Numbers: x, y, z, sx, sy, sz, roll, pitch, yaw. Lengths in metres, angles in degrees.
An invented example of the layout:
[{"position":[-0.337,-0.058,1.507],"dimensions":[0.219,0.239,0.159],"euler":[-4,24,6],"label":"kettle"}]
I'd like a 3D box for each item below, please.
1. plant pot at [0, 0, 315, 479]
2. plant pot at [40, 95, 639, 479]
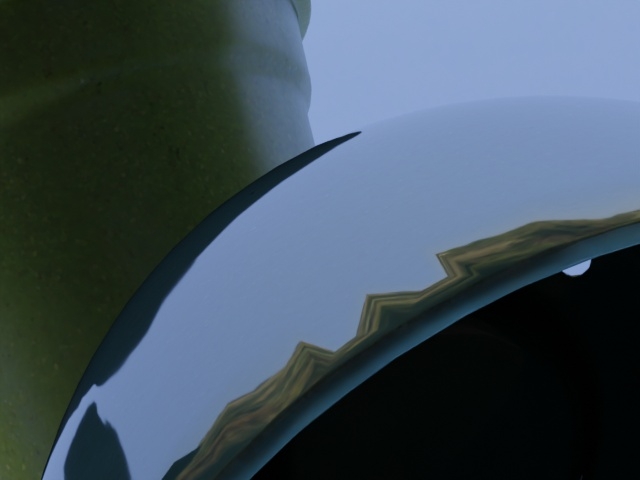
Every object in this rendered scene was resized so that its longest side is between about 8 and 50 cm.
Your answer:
[{"position":[-0.088,0.035,0.902],"dimensions":[0.276,0.276,0.254],"euler":[-23,-107,1],"label":"plant pot"},{"position":[0.057,0.097,0.480],"dimensions":[0.293,0.293,0.235],"euler":[-30,-158,-3],"label":"plant pot"}]
